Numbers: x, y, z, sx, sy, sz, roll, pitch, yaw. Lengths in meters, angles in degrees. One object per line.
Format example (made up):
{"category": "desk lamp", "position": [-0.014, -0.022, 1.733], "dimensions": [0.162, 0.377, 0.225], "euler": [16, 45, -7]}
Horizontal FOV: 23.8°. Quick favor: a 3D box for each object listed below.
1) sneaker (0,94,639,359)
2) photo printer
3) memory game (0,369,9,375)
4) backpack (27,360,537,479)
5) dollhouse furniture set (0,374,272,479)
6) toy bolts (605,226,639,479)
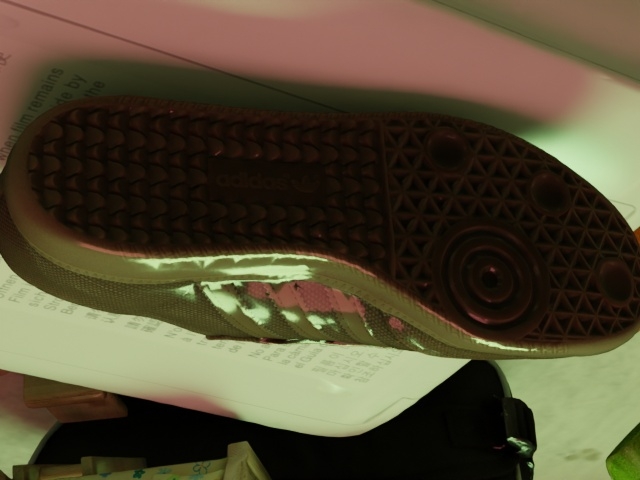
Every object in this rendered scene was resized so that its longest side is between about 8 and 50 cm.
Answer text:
{"category": "sneaker", "position": [0.000, 0.000, 0.441], "dimensions": [0.188, 0.066, 0.071], "euler": [12, 158, -16]}
{"category": "photo printer", "position": [-0.056, -0.046, 0.501], "dimensions": [0.308, 0.107, 0.256], "euler": [15, 141, -27]}
{"category": "memory game", "position": [-0.225, 0.037, 0.690], "dimensions": [0.186, 0.012, 0.186], "euler": [-3, 147, -2]}
{"category": "backpack", "position": [-0.023, 0.174, 0.740], "dimensions": [0.254, 0.225, 0.191], "euler": [-2, 142, 2]}
{"category": "dollhouse furniture set", "position": [-0.041, 0.078, 0.634], "dimensions": [0.182, 0.161, 0.101], "euler": [-8, 151, 8]}
{"category": "toy bolts", "position": [0.195, -0.009, 0.618], "dimensions": [0.218, 0.158, 0.228], "euler": [47, 144, -2]}
